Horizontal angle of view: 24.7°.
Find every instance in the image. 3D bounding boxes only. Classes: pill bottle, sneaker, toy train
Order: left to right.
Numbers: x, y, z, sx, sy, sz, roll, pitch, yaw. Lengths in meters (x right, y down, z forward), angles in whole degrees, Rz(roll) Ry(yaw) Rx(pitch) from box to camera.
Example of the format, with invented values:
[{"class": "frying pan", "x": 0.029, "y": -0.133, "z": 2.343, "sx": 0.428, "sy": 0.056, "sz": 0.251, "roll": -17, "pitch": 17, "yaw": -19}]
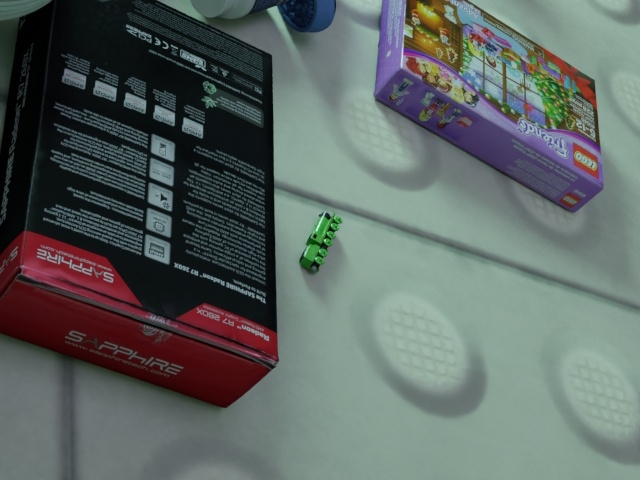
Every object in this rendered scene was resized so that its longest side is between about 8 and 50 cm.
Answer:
[{"class": "pill bottle", "x": -0.082, "y": -0.268, "z": 1.526, "sx": 0.067, "sy": 0.067, "sz": 0.120, "roll": 51, "pitch": 38, "yaw": 7}, {"class": "sneaker", "x": -0.009, "y": -0.320, "z": 1.627, "sx": 0.090, "sy": 0.081, "sz": 0.232, "roll": 4, "pitch": 52, "yaw": -31}, {"class": "toy train", "x": 0.000, "y": 0.000, "z": 1.402, "sx": 0.024, "sy": 0.017, "sz": 0.083, "roll": 29, "pitch": 40, "yaw": -4}]

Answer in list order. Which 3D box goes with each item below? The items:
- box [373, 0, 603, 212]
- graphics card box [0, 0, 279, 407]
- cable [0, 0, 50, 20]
[{"class": "box", "x": 0.200, "y": -0.179, "z": 1.707, "sx": 0.293, "sy": 0.057, "sz": 0.201, "roll": 28, "pitch": 42, "yaw": -21}, {"class": "graphics card box", "x": -0.155, "y": -0.056, "z": 1.251, "sx": 0.233, "sy": 0.094, "sz": 0.371, "roll": 21, "pitch": 45, "yaw": -27}, {"class": "cable", "x": -0.303, "y": -0.302, "z": 1.198, "sx": 0.257, "sy": 0.089, "sz": 0.257, "roll": 5, "pitch": 66, "yaw": -36}]
